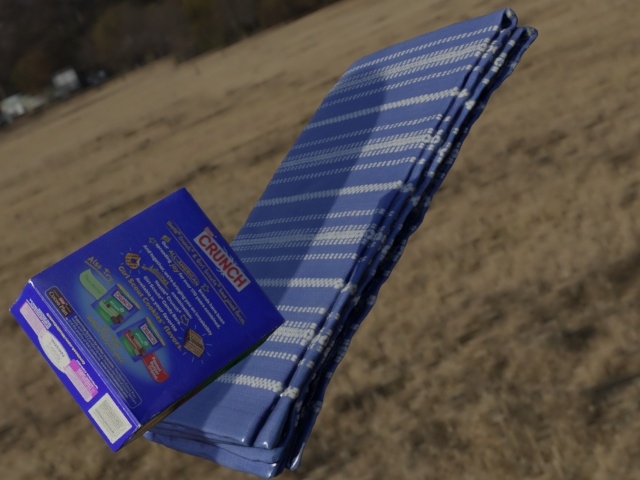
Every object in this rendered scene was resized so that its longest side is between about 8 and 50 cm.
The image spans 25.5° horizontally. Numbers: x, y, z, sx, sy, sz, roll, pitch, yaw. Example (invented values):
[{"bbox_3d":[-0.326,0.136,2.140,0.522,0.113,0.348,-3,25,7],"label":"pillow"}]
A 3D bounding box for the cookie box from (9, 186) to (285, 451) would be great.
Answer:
[{"bbox_3d":[-0.086,0.038,0.716,0.107,0.092,0.040,-34,-5,-38],"label":"cookie box"}]

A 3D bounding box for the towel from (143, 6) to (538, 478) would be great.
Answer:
[{"bbox_3d":[0.000,0.000,0.951,0.336,0.040,0.243,-59,21,-17],"label":"towel"}]
